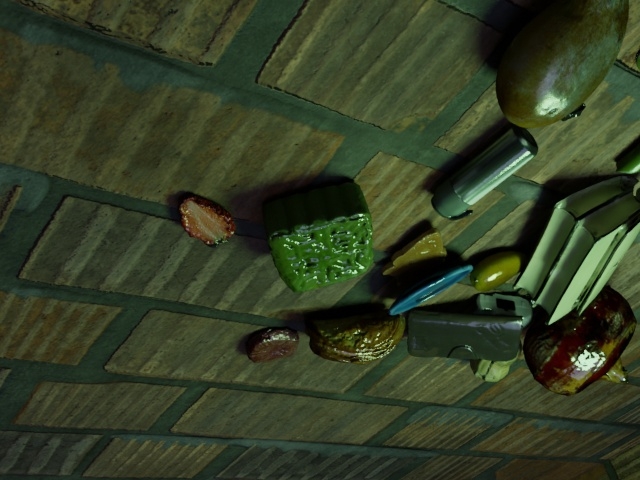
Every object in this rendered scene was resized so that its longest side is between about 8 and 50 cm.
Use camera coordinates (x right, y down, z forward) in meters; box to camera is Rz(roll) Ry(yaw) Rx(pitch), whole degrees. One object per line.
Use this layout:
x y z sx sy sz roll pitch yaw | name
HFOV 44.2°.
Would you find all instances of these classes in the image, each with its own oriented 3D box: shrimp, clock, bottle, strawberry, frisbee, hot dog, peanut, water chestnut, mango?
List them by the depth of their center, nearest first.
0.434 -0.341 1.404 0.193 0.146 0.316 9 124 -31 | mango
-0.235 -0.045 1.629 0.104 0.048 0.152 -19 131 16 | strawberry
0.350 -0.137 1.684 0.254 0.079 0.096 -40 94 29 | bottle
0.272 0.115 1.992 0.242 0.045 0.242 -28 166 -8 | frisbee
0.458 0.074 2.020 0.161 0.076 0.103 -23 148 -6 | mango
0.093 0.253 2.059 0.259 0.175 0.114 -5 100 -11 | hot dog
0.736 0.286 2.189 0.350 0.302 0.350 -47 168 -13 | water chestnut
0.506 0.213 2.205 0.176 0.080 0.117 9 140 -6 | clock
0.582 0.170 2.239 0.091 0.034 0.161 14 133 -15 | shrimp
0.518 0.338 2.342 0.130 0.130 0.290 -8 148 -10 | peanut

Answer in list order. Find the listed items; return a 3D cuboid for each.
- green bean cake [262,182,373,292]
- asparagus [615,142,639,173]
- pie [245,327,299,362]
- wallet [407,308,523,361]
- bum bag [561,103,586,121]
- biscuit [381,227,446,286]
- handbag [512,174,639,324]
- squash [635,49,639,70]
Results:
0.000 0.000 1.707 0.222 0.124 0.248 -14 144 -2 | green bean cake
0.768 -0.236 1.731 0.067 0.060 0.277 0 144 -37 | asparagus
-0.127 0.283 2.116 0.154 0.038 0.153 -12 145 -9 | pie
0.394 0.263 2.171 0.310 0.042 0.165 2 124 7 | wallet
0.491 -0.276 1.594 0.058 0.034 0.124 -44 137 21 | bum bag
0.237 0.042 1.923 0.163 0.035 0.250 -8 151 -21 | biscuit
0.651 0.026 1.938 0.237 0.160 0.358 -27 149 -26 | handbag
0.685 -0.322 1.520 0.105 0.132 0.105 -10 146 -7 | squash
